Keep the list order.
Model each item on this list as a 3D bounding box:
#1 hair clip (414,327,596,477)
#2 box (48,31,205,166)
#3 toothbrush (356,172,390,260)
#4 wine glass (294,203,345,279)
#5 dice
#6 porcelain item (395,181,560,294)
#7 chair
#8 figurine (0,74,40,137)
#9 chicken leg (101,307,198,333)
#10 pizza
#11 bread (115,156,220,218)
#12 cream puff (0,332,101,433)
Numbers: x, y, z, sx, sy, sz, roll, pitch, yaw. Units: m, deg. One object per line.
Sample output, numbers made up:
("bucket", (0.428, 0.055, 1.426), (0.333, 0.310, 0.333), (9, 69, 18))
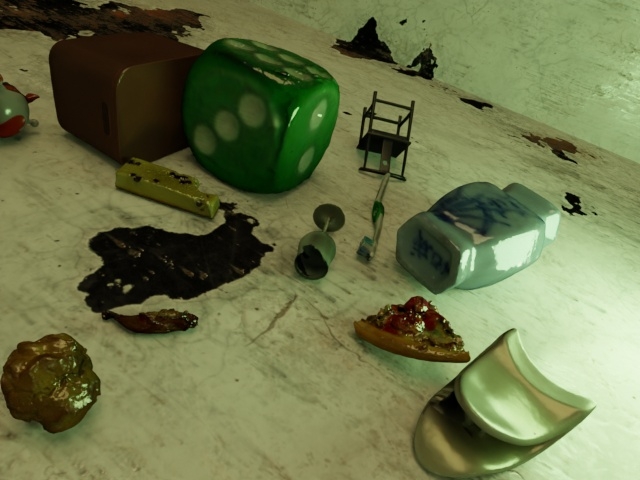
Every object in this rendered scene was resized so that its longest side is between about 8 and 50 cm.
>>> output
("hair clip", (0.269, 0.262, 0.677), (0.282, 0.113, 0.172), (-8, 43, -39))
("box", (-0.447, -0.365, 1.089), (0.229, 0.240, 0.339), (26, 37, 16))
("toothbrush", (0.150, -0.075, 1.118), (0.040, 0.042, 0.418), (30, 36, -3))
("wine glass", (0.000, 0.000, 0.924), (0.079, 0.079, 0.195), (18, 35, 1))
("dice", (-0.140, -0.311, 1.091), (0.297, 0.300, 0.287), (31, 36, 18))
("porcelain item", (0.369, -0.012, 1.009), (0.405, 0.179, 0.242), (-17, 49, -35))
("chair", (0.200, -0.311, 1.381), (0.154, 0.141, 0.260), (11, 81, -8))
("figurine", (-0.718, -0.286, 0.942), (0.160, 0.184, 0.226), (30, 24, 2))
("chicken leg", (-0.266, 0.123, 0.687), (0.144, 0.038, 0.062), (3, 16, -21))
("pizza", (0.167, 0.144, 0.796), (0.200, 0.053, 0.193), (7, 20, 13))
("bread", (-0.329, -0.117, 0.966), (0.226, 0.049, 0.088), (18, 36, -1))
("cream puff", (-0.323, 0.169, 0.536), (0.094, 0.116, 0.122), (-5, 55, -9))
